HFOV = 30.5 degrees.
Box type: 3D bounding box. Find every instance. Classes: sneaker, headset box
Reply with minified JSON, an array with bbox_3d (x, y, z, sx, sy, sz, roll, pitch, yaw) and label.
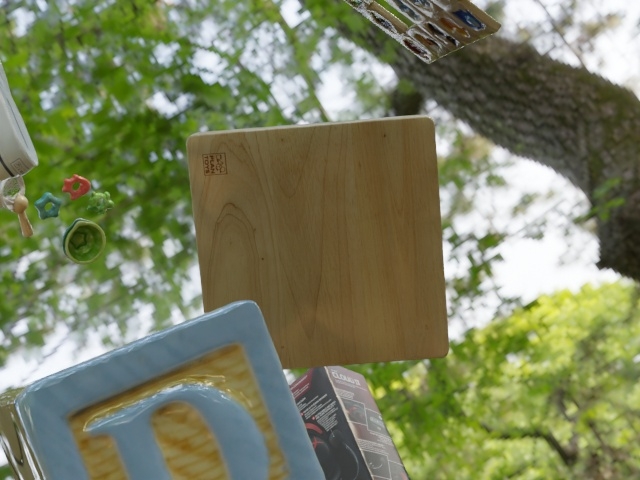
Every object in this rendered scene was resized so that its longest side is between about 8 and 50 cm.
[{"bbox_3d":[-0.414,-0.179,1.353,0.091,0.258,0.094,-24,-18,-1],"label":"sneaker"},{"bbox_3d":[-0.003,0.335,1.705,0.218,0.293,0.110,-43,-41,20],"label":"headset box"}]

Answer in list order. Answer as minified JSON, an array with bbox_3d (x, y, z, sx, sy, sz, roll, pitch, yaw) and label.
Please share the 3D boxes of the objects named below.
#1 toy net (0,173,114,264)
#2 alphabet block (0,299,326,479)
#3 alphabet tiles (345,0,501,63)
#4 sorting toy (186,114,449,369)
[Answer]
[{"bbox_3d":[-0.414,-0.055,1.759,0.232,0.045,0.122,28,-91,-40],"label":"toy net"},{"bbox_3d":[-0.130,0.172,0.919,0.193,0.192,0.197,-19,-1,-24],"label":"alphabet block"},{"bbox_3d":[0.045,-0.221,0.963,0.009,0.198,0.237,-55,9,-6],"label":"alphabet tiles"},{"bbox_3d":[0.000,0.000,1.260,0.255,0.257,0.089,-4,11,2],"label":"sorting toy"}]
